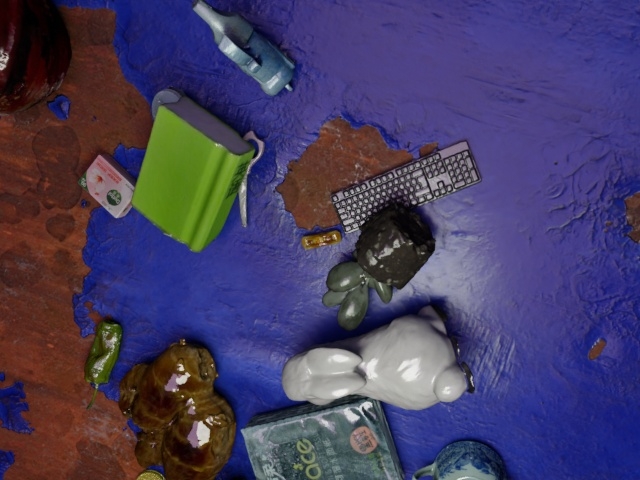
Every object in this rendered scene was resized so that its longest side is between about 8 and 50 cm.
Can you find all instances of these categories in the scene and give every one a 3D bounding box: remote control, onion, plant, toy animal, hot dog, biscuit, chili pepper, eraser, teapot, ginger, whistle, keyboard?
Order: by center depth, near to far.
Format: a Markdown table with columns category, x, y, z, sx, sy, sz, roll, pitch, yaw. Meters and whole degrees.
| category | x | y | z | sx | sy | sz | roll | pitch | yaw |
| --- | --- | --- | --- | --- | --- | --- | --- | --- | --- |
| toy animal | 0.100 | 0.260 | 1.405 | 0.357 | 0.258 | 0.194 | -10 | 96 | -7 |
| whistle | -0.152 | -0.391 | 1.411 | 0.269 | 0.180 | 0.093 | 36 | 109 | -28 |
| plant | 0.110 | 0.055 | 1.439 | 0.149 | 0.146 | 0.275 | 30 | 118 | -19 |
| eraser | -0.272 | -0.133 | 1.457 | 0.210 | 0.092 | 0.274 | 36 | 127 | 13 |
| keyboard | 0.174 | -0.112 | 1.461 | 0.309 | 0.018 | 0.101 | -21 | 95 | 14 |
| onion | -0.626 | -0.394 | 1.468 | 0.146 | 0.280 | 0.315 | 19 | 103 | -7 |
| teapot | 0.309 | 0.518 | 1.469 | 0.231 | 0.159 | 0.159 | 8 | 100 | 10 |
| remote control | -0.272 | -0.221 | 1.506 | 0.104 | 0.052 | 0.247 | -39 | 87 | 38 |
| hot dog | 0.000 | 0.000 | 1.508 | 0.090 | 0.034 | 0.030 | -12 | 97 | 13 |
| ginger | -0.329 | 0.416 | 1.583 | 0.274 | 0.152 | 0.358 | -20 | 93 | 14 |
| chili pepper | -0.520 | 0.286 | 1.645 | 0.072 | 0.073 | 0.204 | 17 | 91 | 27 |
| biscuit | -0.411 | 0.599 | 1.696 | 0.083 | 0.023 | 0.084 | 2 | 99 | 12 |

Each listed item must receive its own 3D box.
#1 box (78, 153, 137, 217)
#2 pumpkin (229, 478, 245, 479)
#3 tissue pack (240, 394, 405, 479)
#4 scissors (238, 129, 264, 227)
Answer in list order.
| category | x | y | z | sx | sy | sz | roll | pitch | yaw |
| --- | --- | --- | --- | --- | --- | --- | --- | --- | --- |
| box | -0.473 | -0.124 | 1.582 | 0.125 | 0.043 | 0.089 | 42 | 105 | 3 |
| pumpkin | -0.163 | 0.662 | 1.533 | 0.139 | 0.190 | 0.281 | -34 | 109 | -6 |
| tissue pack | 0.007 | 0.472 | 1.547 | 0.315 | 0.103 | 0.228 | -17 | 95 | 13 |
| scissors | -0.170 | -0.134 | 1.528 | 0.110 | 0.021 | 0.212 | 1 | 100 | 19 |
